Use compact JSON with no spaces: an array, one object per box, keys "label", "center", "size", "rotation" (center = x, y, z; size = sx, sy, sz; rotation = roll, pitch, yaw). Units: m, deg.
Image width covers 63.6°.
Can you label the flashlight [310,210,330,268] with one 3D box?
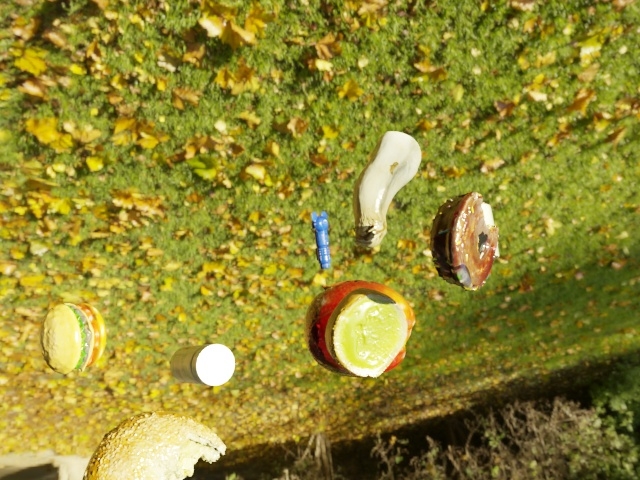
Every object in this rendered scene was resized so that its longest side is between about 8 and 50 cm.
[{"label":"flashlight","center":[0.000,0.000,1.080],"size":[0.035,0.121,0.057],"rotation":[-6,-179,33]}]

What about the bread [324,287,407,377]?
[{"label":"bread","center":[0.122,0.244,1.360],"size":[0.236,0.236,0.070],"rotation":[5,-175,-22]}]

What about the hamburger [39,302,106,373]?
[{"label":"hamburger","center":[-0.559,0.220,1.165],"size":[0.162,0.162,0.115],"rotation":[-29,162,33]}]

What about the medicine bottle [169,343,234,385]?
[{"label":"medicine bottle","center":[-0.263,0.272,1.133],"size":[0.086,0.086,0.183],"rotation":[12,162,-31]}]

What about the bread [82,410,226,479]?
[{"label":"bread","center":[-0.386,0.478,1.154],"size":[0.314,0.192,0.171],"rotation":[-25,157,-34]}]

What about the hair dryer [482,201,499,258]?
[{"label":"hair dryer","center":[0.522,-0.050,1.788],"size":[0.128,0.203,0.362],"rotation":[-11,164,25]}]

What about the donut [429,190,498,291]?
[{"label":"donut","center":[0.333,0.007,1.209],"size":[0.096,0.216,0.230],"rotation":[7,162,40]}]

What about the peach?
[{"label":"peach","center":[0.136,0.324,1.849],"size":[0.406,0.310,0.335],"rotation":[-1,119,8]}]

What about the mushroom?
[{"label":"mushroom","center":[0.184,-0.153,1.523],"size":[0.126,0.397,0.177],"rotation":[-5,132,44]}]
